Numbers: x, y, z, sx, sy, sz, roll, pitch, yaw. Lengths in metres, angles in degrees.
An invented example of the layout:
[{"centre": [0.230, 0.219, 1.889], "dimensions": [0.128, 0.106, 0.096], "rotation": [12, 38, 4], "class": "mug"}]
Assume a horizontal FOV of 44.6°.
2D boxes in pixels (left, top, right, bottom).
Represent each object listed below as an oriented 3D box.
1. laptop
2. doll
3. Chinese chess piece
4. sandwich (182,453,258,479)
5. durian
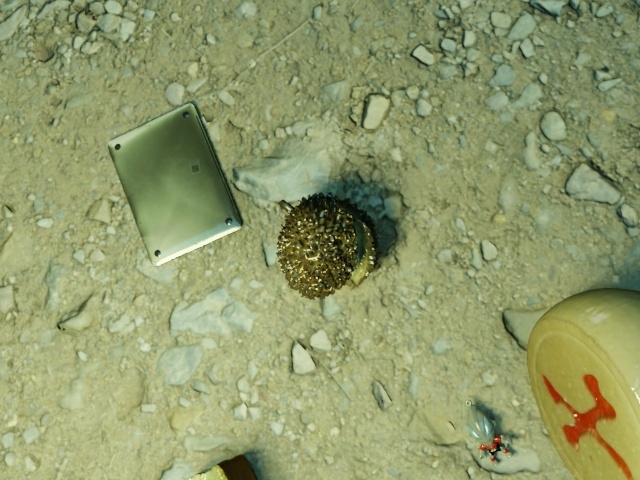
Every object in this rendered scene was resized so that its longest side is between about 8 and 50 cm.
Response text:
[{"centre": [-0.274, -0.106, 1.452], "dimensions": [0.187, 0.015, 0.269], "rotation": [-24, 77, 4], "class": "laptop"}, {"centre": [0.268, 0.314, 1.280], "dimensions": [0.057, 0.039, 0.114], "rotation": [-37, 83, 45], "class": "doll"}, {"centre": [0.436, 0.232, 1.116], "dimensions": [0.140, 0.338, 0.338], "rotation": [-19, 77, -11], "class": "Chinese chess piece"}, {"centre": [-0.146, 0.469, 1.244], "dimensions": [0.108, 0.186, 0.220], "rotation": [-24, 78, 6], "class": "sandwich"}, {"centre": [0.000, 0.000, 1.305], "dimensions": [0.196, 0.196, 0.167], "rotation": [47, 108, 13], "class": "durian"}]
